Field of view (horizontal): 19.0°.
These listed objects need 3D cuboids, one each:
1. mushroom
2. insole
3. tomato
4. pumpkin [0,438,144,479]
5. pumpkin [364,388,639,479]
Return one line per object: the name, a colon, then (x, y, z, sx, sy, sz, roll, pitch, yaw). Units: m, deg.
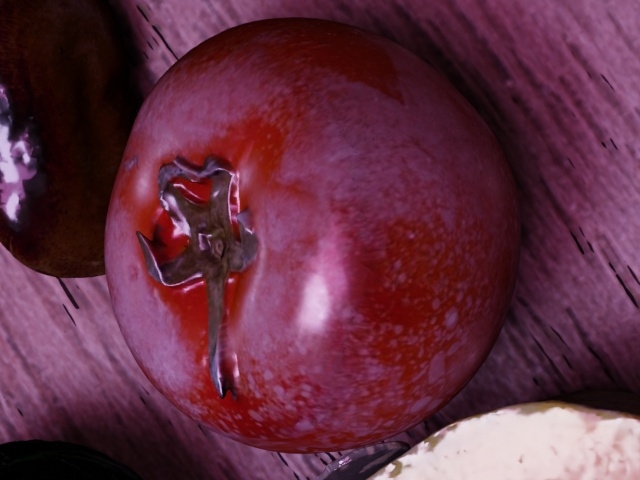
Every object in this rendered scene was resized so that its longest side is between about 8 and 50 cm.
mushroom: (-0.234, -0.085, 1.327, 0.217, 0.148, 0.227, 1, 102, 39)
insole: (-0.003, 0.186, 1.283, 0.011, 0.081, 0.248, 68, 152, 22)
tomato: (0.000, 0.000, 1.185, 0.270, 0.227, 0.270, 3, 94, 42)
pumpkin: (-0.188, 0.294, 1.323, 0.238, 0.315, 0.315, 11, 115, -18)
pumpkin: (0.168, 0.240, 1.220, 0.332, 0.199, 0.332, 3, 101, 16)
